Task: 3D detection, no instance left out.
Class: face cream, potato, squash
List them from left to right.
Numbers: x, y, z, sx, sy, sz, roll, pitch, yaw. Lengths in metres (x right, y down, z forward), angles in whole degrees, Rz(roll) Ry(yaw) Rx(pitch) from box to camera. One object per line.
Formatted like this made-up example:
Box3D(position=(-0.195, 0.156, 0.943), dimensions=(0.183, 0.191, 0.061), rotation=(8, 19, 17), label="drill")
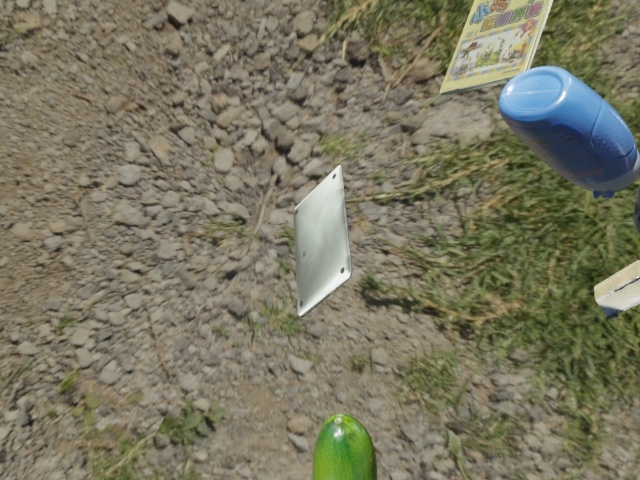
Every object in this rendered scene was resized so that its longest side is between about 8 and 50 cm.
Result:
Box3D(position=(0.028, 0.327, 1.016), dimensions=(0.082, 0.082, 0.292), rotation=(0, 124, -4), label="squash")
Box3D(position=(0.360, -0.140, 1.135), dimensions=(0.264, 0.149, 0.083), rotation=(32, 73, -41), label="face cream")
Box3D(position=(0.623, 0.102, 1.669), dimensions=(0.122, 0.086, 0.061), rotation=(-35, 102, 26), label="potato")

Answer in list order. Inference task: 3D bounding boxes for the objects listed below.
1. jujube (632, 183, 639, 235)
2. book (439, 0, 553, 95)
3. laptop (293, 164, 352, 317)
Box3D(position=(0.909, -0.082, 1.978), dimensions=(0.308, 0.246, 0.215), rotation=(-13, 97, -23), label="jujube")
Box3D(position=(0.272, -0.314, 1.237), dimensions=(0.013, 0.168, 0.192), rotation=(32, 71, -32), label="book")
Box3D(position=(0.000, 0.000, 1.642), dimensions=(0.015, 0.187, 0.269), rotation=(17, 51, -29), label="laptop")
